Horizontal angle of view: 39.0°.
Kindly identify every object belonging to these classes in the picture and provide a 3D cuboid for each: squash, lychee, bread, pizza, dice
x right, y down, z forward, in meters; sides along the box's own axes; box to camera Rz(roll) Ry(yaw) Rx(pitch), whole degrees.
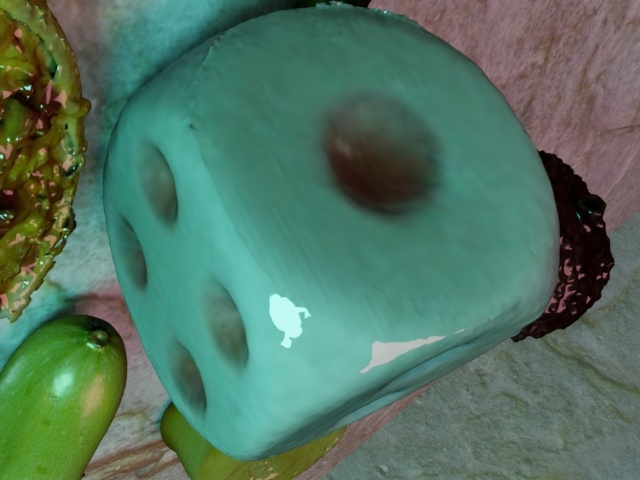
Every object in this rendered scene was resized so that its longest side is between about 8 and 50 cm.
[{"bbox_3d":[-0.245,0.143,0.842,0.123,0.123,0.186,-15,143,-54],"label":"squash"},{"bbox_3d":[0.292,0.009,1.374,0.330,0.306,0.306,-22,178,40],"label":"lychee"},{"bbox_3d":[-0.092,0.257,1.318,0.270,0.148,0.270,-23,141,-20],"label":"bread"},{"bbox_3d":[-0.214,-0.040,0.555,0.161,0.085,0.305,-28,155,-34],"label":"pizza"},{"bbox_3d":[0.000,0.000,0.711,0.265,0.268,0.262,-20,162,-30],"label":"dice"}]

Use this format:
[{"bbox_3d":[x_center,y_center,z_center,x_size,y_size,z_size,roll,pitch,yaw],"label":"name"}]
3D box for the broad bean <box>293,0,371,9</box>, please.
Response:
[{"bbox_3d":[0.037,-0.226,0.715,0.065,0.046,0.254,-4,137,-51],"label":"broad bean"}]
